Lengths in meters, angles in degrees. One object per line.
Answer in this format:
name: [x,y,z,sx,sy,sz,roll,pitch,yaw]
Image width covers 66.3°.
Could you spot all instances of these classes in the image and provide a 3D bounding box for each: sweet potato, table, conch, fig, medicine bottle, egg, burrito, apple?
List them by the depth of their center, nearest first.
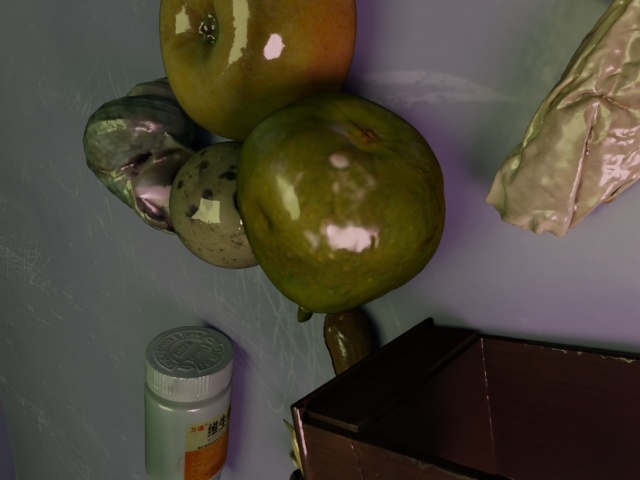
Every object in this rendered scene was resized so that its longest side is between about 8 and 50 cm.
burrito: [0.271,-0.153,0.370,0.117,0.076,0.392,45,127,23]
table: [0.169,0.214,0.449,0.282,0.251,0.196,-1,101,43]
fig: [0.004,-0.030,0.563,0.233,0.233,0.314,68,158,5]
apple: [-0.080,-0.240,0.585,0.261,0.194,0.260,12,109,38]
sweet potato: [0.050,0.201,0.685,0.081,0.062,0.233,16,117,59]
egg: [-0.125,-0.048,0.696,0.228,0.177,0.177,0,102,63]
conch: [-0.280,-0.146,0.820,0.220,0.195,0.277,-1,77,10]
medicine bottle: [-0.250,0.337,0.927,0.158,0.158,0.318,26,118,35]

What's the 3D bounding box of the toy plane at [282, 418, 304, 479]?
toy plane: [0.015,0.385,0.744,0.244,0.092,0.229,65,153,6]
